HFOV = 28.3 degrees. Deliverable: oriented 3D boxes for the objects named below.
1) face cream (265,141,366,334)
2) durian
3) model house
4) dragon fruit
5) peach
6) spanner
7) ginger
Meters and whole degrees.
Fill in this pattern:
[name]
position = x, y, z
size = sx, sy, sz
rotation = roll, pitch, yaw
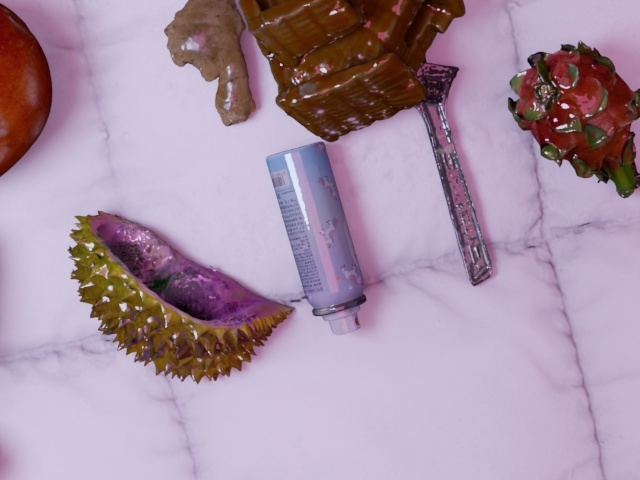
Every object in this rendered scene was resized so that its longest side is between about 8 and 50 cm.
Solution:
[face cream]
position = 0.000, 0.000, 1.516
size = 0.075, 0.075, 0.229
rotation = -16, 95, 0
[durian]
position = -0.192, 0.074, 1.483
size = 0.261, 0.186, 0.153
rotation = 30, 87, 10
[model house]
position = 0.019, -0.240, 1.435
size = 0.220, 0.199, 0.229
rotation = 23, 87, 22
[dragon fruit]
position = 0.324, -0.140, 1.489
size = 0.236, 0.135, 0.137
rotation = 33, 119, -22
[peach]
position = -0.423, -0.172, 1.423
size = 0.244, 0.199, 0.243
rotation = -13, 124, -20
[spanner]
position = 0.149, -0.101, 1.536
size = 0.093, 0.026, 0.325
rotation = -17, 95, 1
[ginger]
position = -0.131, -0.215, 1.500
size = 0.096, 0.067, 0.165
rotation = -14, 94, -22
